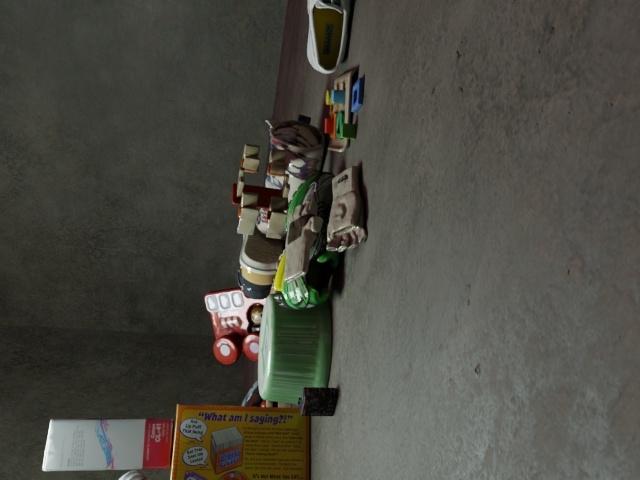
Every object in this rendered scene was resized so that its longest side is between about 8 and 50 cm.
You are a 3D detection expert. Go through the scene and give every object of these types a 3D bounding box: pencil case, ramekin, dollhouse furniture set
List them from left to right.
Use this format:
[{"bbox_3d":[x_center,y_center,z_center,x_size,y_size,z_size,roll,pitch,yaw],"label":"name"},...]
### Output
[{"bbox_3d":[-0.107,-0.110,1.608,0.262,0.259,0.135,-95,17,-45],"label":"dollhouse furniture set"},{"bbox_3d":[-0.101,-0.178,1.841,0.183,0.159,0.410,42,141,25],"label":"pencil case"},{"bbox_3d":[-0.074,0.277,1.559,0.303,0.148,0.304,-175,90,-79],"label":"ramekin"}]

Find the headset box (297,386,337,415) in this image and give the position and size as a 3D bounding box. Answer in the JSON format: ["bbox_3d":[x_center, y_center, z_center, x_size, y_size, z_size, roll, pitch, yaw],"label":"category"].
[{"bbox_3d":[-0.009,0.361,1.346,0.032,0.083,0.062,-103,19,-57],"label":"headset box"}]

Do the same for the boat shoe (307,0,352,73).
[{"bbox_3d":[0.022,-0.595,1.481,0.156,0.135,0.367,-109,23,-66],"label":"boat shoe"}]

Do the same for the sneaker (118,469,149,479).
[{"bbox_3d":[-0.449,0.735,1.531,0.115,0.105,0.282,3,107,40],"label":"sneaker"}]

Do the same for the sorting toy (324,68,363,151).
[{"bbox_3d":[0.040,-0.321,1.493,0.348,0.047,0.196,-132,48,-76],"label":"sorting toy"}]

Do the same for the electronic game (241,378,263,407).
[{"bbox_3d":[-0.197,0.524,2.093,0.229,0.048,0.229,-50,-16,-20],"label":"electronic game"}]

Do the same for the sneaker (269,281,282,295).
[{"bbox_3d":[-0.103,0.218,1.816,0.302,0.121,0.108,103,179,-59],"label":"sneaker"}]

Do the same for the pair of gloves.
[{"bbox_3d":[0.006,-0.029,1.309,0.240,0.042,0.204,-35,40,33],"label":"pair of gloves"}]

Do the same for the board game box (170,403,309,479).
[{"bbox_3d":[-0.234,0.670,1.671,0.356,0.356,0.357,116,157,-62],"label":"board game box"}]

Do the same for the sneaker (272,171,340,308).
[{"bbox_3d":[0.000,0.000,1.449,0.146,0.134,0.344,-1,75,43],"label":"sneaker"}]

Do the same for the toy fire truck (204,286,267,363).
[{"bbox_3d":[-0.257,0.282,2.115,0.169,0.302,0.254,-24,-79,-64],"label":"toy fire truck"}]

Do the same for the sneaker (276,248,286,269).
[{"bbox_3d":[-0.080,0.087,1.776,0.252,0.111,0.103,107,164,-50],"label":"sneaker"}]

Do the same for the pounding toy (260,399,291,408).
[{"bbox_3d":[-0.162,0.577,2.042,0.206,0.094,0.181,108,163,-49],"label":"pounding toy"}]

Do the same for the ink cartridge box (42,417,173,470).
[{"bbox_3d":[-0.550,0.543,1.610,0.226,0.306,0.131,127,146,-69],"label":"ink cartridge box"}]

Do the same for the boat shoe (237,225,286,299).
[{"bbox_3d":[-0.182,0.039,2.012,0.500,0.186,0.156,-84,6,-68],"label":"boat shoe"}]
